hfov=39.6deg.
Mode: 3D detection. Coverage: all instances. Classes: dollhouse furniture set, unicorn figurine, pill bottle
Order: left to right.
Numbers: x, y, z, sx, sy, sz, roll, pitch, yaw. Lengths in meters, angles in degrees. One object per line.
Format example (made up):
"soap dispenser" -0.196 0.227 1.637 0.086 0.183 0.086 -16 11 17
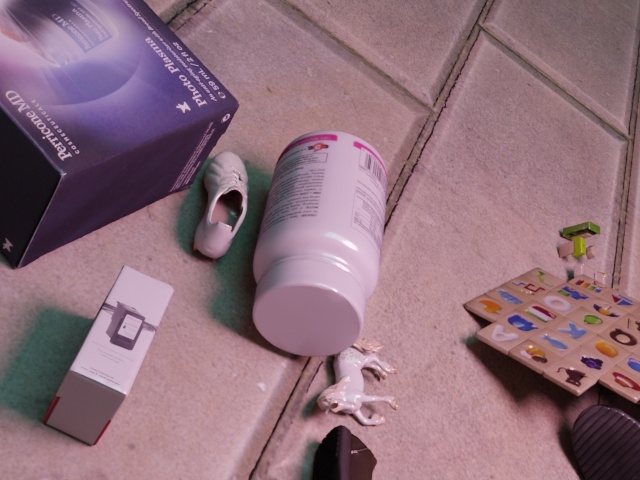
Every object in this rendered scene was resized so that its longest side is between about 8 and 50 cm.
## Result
"pill bottle" 0.000 0.000 1.157 0.160 0.160 0.283 27 42 -16
"unicorn figurine" 0.044 0.183 1.112 0.111 0.060 0.162 21 27 -21
"dollhouse furniture set" 0.464 0.044 1.584 0.076 0.059 0.151 21 62 -32

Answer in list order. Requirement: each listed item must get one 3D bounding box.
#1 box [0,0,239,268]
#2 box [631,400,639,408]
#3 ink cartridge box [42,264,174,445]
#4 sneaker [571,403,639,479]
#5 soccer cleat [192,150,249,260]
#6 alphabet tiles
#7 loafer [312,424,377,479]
"box" -0.312 -0.171 1.058 0.296 0.182 0.294 47 42 8
"box" 0.586 0.215 1.334 0.216 0.060 0.270 -13 25 -18
"ink cartridge box" -0.217 0.117 0.921 0.063 0.109 0.150 27 41 -10
"sneaker" 0.495 0.354 1.272 0.330 0.122 0.146 45 22 7
"soccer cleat" -0.122 -0.058 1.180 0.068 0.076 0.196 25 42 -18
"alphabet tiles" 0.397 0.133 1.358 0.285 0.011 0.343 30 31 33
"loafer" 0.033 0.303 0.968 0.078 0.080 0.220 27 42 -15
